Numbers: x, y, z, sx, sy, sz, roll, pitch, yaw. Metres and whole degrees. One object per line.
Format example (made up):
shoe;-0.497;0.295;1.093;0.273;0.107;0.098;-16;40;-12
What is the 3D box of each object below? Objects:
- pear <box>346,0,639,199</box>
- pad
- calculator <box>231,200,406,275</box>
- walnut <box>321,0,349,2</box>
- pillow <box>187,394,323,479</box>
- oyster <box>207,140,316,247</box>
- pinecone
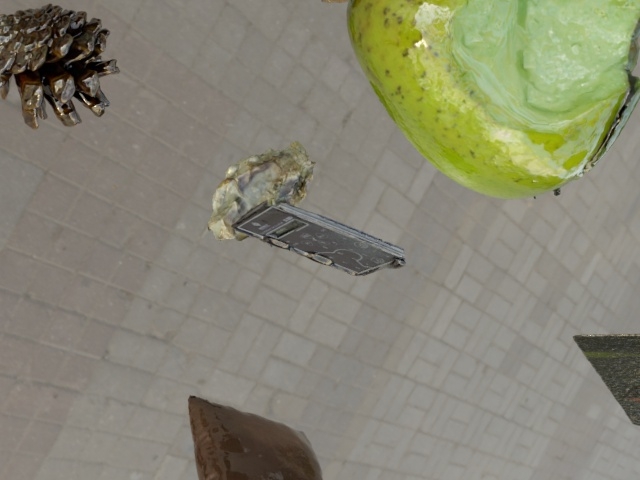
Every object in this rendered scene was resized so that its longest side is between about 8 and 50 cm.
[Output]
pear;0.158;-0.201;0.694;0.292;0.159;0.292;1;84;-11
pad;0.271;0.103;0.506;0.211;0.143;0.003;41;52;-47
calculator;0.000;0.001;1.237;0.274;0.166;0.028;21;69;-23
walnut;0.065;-0.528;1.413;0.167;0.087;0.211;-66;172;21
pillow;-0.100;0.444;1.359;0.308;0.305;0.108;29;116;-36
oyster;-0.138;-0.136;1.806;0.354;0.201;0.107;-62;179;-34
pinecone;-0.431;-0.274;1.173;0.201;0.229;0.202;18;71;-59
